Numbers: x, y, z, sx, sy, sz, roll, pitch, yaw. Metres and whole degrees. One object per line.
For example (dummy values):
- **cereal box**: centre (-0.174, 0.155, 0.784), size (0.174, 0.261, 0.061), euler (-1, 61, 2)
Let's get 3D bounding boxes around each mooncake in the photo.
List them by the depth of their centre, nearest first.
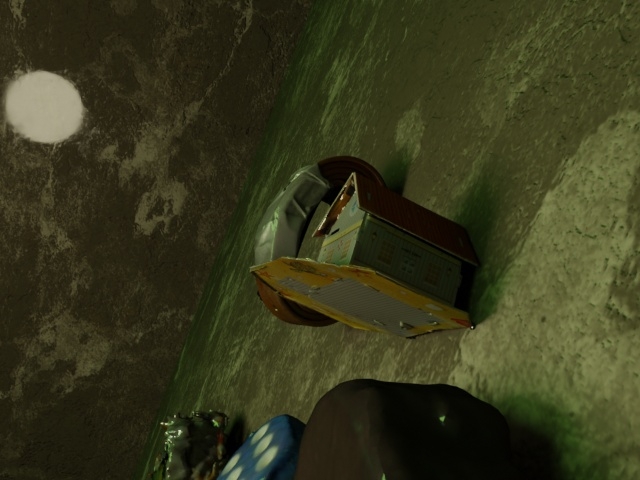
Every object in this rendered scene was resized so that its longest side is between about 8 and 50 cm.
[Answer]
- **mooncake**: centre (0.064, 0.252, 0.453), size (0.283, 0.141, 0.283), euler (-169, 90, -76)

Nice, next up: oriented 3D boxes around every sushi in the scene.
- **sushi**: centre (-0.297, 0.552, 1.187), size (0.417, 0.175, 0.418), euler (-161, 90, -73)

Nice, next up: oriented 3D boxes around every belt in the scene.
- **belt**: centre (0.000, 0.000, 0.855), size (0.105, 0.184, 0.262), euler (166, 122, -71)

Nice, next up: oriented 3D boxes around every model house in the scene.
- **model house**: centre (0.054, 0.008, 0.637), size (0.207, 0.219, 0.136), euler (-31, 37, 64)

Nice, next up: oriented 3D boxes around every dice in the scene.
- **dice**: centre (-0.033, 0.297, 0.647), size (0.146, 0.146, 0.143), euler (-46, 10, -9)

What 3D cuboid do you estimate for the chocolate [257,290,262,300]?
- **chocolate**: centre (-0.087, 0.115, 1.216), size (0.147, 0.070, 0.072), euler (164, 96, -70)
